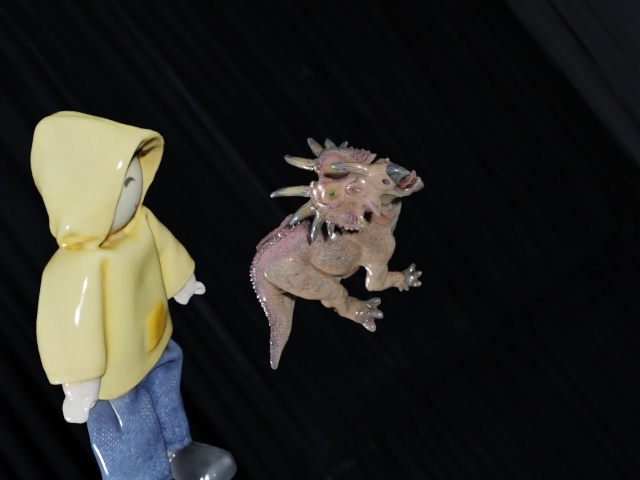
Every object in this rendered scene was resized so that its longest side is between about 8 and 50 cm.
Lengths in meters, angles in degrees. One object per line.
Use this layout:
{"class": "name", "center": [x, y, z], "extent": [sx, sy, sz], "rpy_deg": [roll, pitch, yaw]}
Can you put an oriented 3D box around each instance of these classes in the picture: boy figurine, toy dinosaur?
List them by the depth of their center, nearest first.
{"class": "boy figurine", "center": [-0.127, 0.045, 0.991], "extent": [0.092, 0.285, 0.177], "rpy_deg": [2, -159, 24]}
{"class": "toy dinosaur", "center": [0.000, 0.000, 1.530], "extent": [0.295, 0.127, 0.200], "rpy_deg": [-44, 142, 22]}
